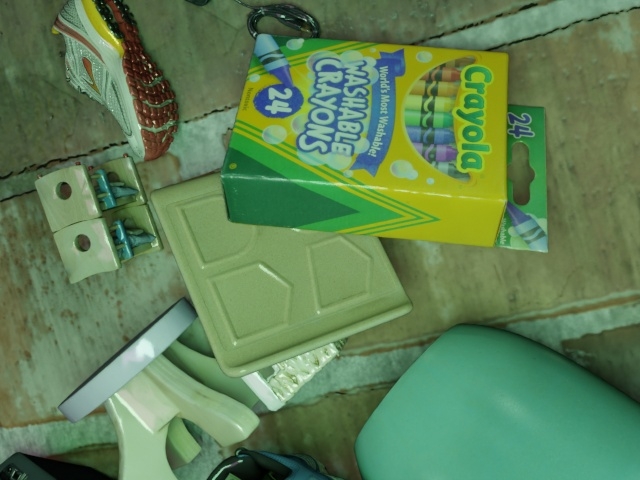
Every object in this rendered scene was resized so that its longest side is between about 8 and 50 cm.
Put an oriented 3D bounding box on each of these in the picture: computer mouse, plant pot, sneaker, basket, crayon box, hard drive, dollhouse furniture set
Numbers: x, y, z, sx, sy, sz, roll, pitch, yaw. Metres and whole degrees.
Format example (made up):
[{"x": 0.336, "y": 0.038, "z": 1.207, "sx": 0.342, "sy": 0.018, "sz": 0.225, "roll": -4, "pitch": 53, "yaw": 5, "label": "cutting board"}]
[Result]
[{"x": -0.109, "y": -0.290, "z": 0.974, "sx": 0.242, "sy": 0.041, "sz": 0.071, "roll": 30, "pitch": 106, "yaw": -1, "label": "computer mouse"}, {"x": 0.178, "y": 0.230, "z": 0.881, "sx": 0.235, "sy": 0.293, "sz": 0.293, "roll": 39, "pitch": 106, "yaw": 18, "label": "plant pot"}, {"x": -0.063, "y": 0.271, "z": 0.898, "sx": 0.147, "sy": 0.330, "sz": 0.129, "roll": 30, "pitch": 69, "yaw": -16, "label": "sneaker"}, {"x": -0.038, "y": 0.103, "z": 0.961, "sx": 0.103, "sy": 0.167, "sz": 0.113, "roll": -41, "pitch": 90, "yaw": 9, "label": "basket"}, {"x": 0.077, "y": -0.106, "z": 0.863, "sx": 0.323, "sy": 0.203, "sz": 0.083, "roll": 6, "pitch": 145, "yaw": 5, "label": "crayon box"}, {"x": -0.244, "y": -0.191, "z": 0.994, "sx": 0.093, "sy": 0.088, "sz": 0.225, "roll": -32, "pitch": 77, "yaw": 23, "label": "sneaker"}, {"x": -0.268, "y": 0.333, "z": 1.018, "sx": 0.255, "sy": 0.172, "sz": 0.054, "roll": 18, "pitch": 79, "yaw": 37, "label": "hard drive"}, {"x": -0.206, "y": -0.047, "z": 0.986, "sx": 0.184, "sy": 0.129, "sz": 0.128, "roll": -17, "pitch": 96, "yaw": 16, "label": "dollhouse furniture set"}]

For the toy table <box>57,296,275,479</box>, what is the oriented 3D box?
[{"x": -0.180, "y": 0.186, "z": 0.980, "sx": 0.161, "sy": 0.274, "sz": 0.252, "roll": 48, "pitch": 67, "yaw": -4, "label": "toy table"}]

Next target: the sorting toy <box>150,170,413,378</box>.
[{"x": 0.000, "y": 0.000, "z": 0.894, "sx": 0.307, "sy": 0.041, "sz": 0.229, "roll": -18, "pitch": 66, "yaw": -21, "label": "sorting toy"}]
